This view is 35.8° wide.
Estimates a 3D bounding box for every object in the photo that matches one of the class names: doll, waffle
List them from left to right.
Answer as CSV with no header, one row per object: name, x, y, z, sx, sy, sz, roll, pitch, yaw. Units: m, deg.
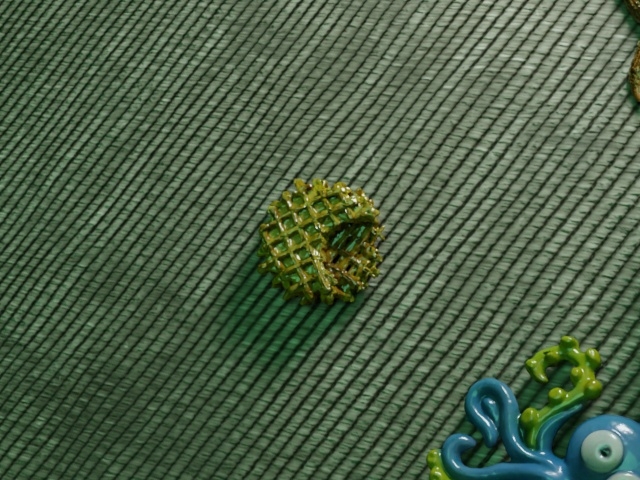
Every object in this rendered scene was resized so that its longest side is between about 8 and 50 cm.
waffle,0.000,0.000,1.479,0.197,0.070,0.193,-2,73,19
doll,0.308,0.308,1.266,0.341,0.099,0.346,-25,65,9

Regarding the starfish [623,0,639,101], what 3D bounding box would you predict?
starfish,0.504,-0.304,1.397,0.227,0.043,0.240,29,96,41
